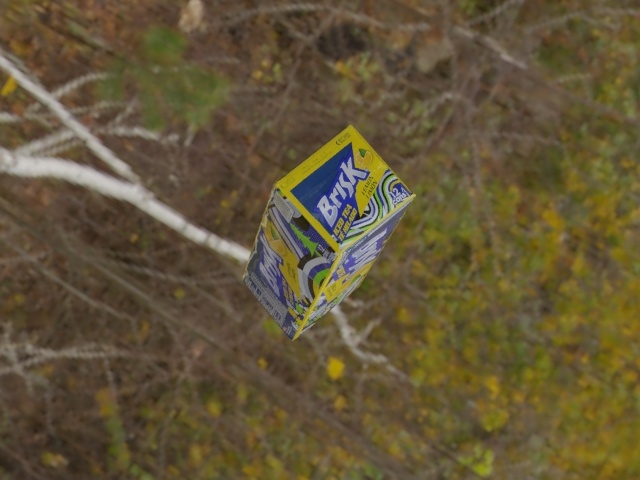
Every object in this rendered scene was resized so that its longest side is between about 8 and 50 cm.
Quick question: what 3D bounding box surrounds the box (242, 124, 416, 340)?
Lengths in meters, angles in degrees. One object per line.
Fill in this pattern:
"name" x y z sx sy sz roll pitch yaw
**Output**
"box" 0.000 0.000 0.769 0.059 0.054 0.169 -39 172 -19
